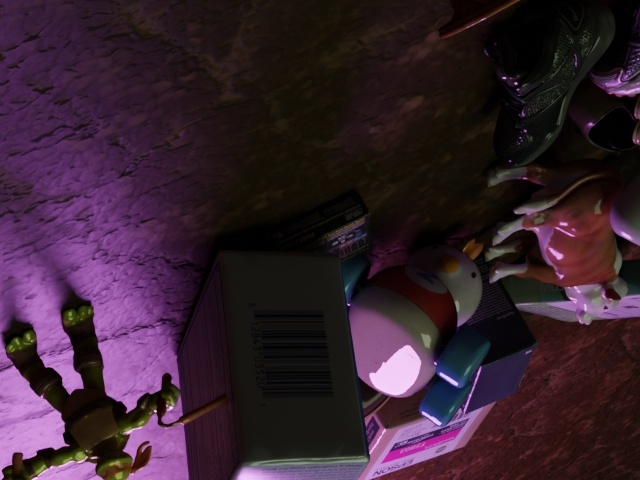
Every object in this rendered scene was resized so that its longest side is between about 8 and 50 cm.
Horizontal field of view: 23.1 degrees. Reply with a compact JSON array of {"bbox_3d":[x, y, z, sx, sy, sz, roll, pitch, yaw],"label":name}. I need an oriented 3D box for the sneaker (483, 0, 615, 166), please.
[{"bbox_3d":[0.219,-0.169,1.717,0.130,0.087,0.227,-9,145,-32],"label":"sneaker"}]

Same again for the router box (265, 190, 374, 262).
[{"bbox_3d":[0.000,0.000,1.854,0.122,0.038,0.092,-26,155,-7],"label":"router box"}]

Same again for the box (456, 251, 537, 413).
[{"bbox_3d":[0.212,0.129,2.171,0.093,0.158,0.156,-21,153,-16],"label":"box"}]

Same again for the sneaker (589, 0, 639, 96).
[{"bbox_3d":[0.362,-0.274,1.661,0.112,0.121,0.299,13,140,-15],"label":"sneaker"}]

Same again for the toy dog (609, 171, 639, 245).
[{"bbox_3d":[0.505,-0.111,1.846,0.220,0.161,0.334,-22,148,-52],"label":"toy dog"}]

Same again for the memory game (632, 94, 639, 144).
[{"bbox_3d":[0.416,-0.190,1.852,0.186,0.012,0.186,-40,142,-40],"label":"memory game"}]

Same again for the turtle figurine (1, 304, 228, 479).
[{"bbox_3d":[-0.245,0.182,1.728,0.269,0.217,0.087,-31,155,3],"label":"turtle figurine"}]

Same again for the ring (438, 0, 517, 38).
[{"bbox_3d":[0.247,-0.282,1.427,0.336,0.032,0.336,-31,-174,3],"label":"ring"}]

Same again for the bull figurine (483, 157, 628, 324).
[{"bbox_3d":[0.309,0.000,2.022,0.188,0.101,0.310,-5,143,2],"label":"bull figurine"}]

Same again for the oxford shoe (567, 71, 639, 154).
[{"bbox_3d":[0.352,-0.137,1.899,0.083,0.096,0.227,-40,154,18],"label":"oxford shoe"}]

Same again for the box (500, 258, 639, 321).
[{"bbox_3d":[0.451,0.069,2.249,0.322,0.059,0.232,-8,167,33],"label":"box"}]

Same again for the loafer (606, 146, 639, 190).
[{"bbox_3d":[0.452,-0.096,2.083,0.268,0.102,0.092,-30,166,30],"label":"loafer"}]

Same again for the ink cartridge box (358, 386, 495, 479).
[{"bbox_3d":[0.149,0.277,2.462,0.234,0.088,0.193,-15,150,-28],"label":"ink cartridge box"}]

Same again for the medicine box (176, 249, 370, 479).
[{"bbox_3d":[-0.065,0.193,1.829,0.149,0.264,0.289,1,150,-16],"label":"medicine box"}]

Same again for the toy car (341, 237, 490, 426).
[{"bbox_3d":[0.140,0.068,2.004,0.238,0.219,0.210,-49,165,-30],"label":"toy car"}]

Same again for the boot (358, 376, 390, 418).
[{"bbox_3d":[-0.010,0.204,2.157,0.248,0.090,0.207,-26,157,1],"label":"boot"}]
